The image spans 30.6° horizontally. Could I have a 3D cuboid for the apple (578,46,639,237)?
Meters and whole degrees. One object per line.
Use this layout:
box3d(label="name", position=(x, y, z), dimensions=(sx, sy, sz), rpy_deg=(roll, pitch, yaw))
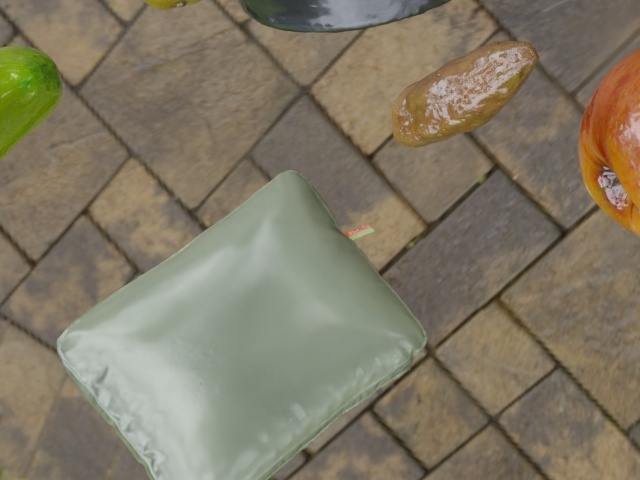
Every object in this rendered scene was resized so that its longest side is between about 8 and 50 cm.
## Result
box3d(label="apple", position=(0.327, -0.078, 1.048), dimensions=(0.164, 0.209, 0.209), rpy_deg=(-28, 94, -10))

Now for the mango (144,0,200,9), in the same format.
box3d(label="mango", position=(-0.139, -0.308, 1.055), dimensions=(0.092, 0.130, 0.195), rpy_deg=(-3, 99, -13))

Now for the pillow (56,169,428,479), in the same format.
box3d(label="pillow", position=(-0.076, 0.106, 1.204), dimensions=(0.322, 0.120, 0.255), rpy_deg=(-38, 81, -12))

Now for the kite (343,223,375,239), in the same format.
box3d(label="kite", position=(0.000, 0.000, 1.449), dimensions=(0.159, 0.010, 0.190), rpy_deg=(-7, 131, 31))

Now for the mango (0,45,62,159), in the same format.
box3d(label="mango", position=(-0.278, -0.089, 0.912), dimensions=(0.089, 0.163, 0.117), rpy_deg=(57, 149, -4))

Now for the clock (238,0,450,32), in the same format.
box3d(label="clock", position=(0.027, -0.191, 0.745), dimensions=(0.184, 0.184, 0.040), rpy_deg=(-2, 130, 19))

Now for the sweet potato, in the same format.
box3d(label="sweet potato", position=(0.175, -0.185, 1.435), dimensions=(0.097, 0.097, 0.251), rpy_deg=(57, 145, -1))
